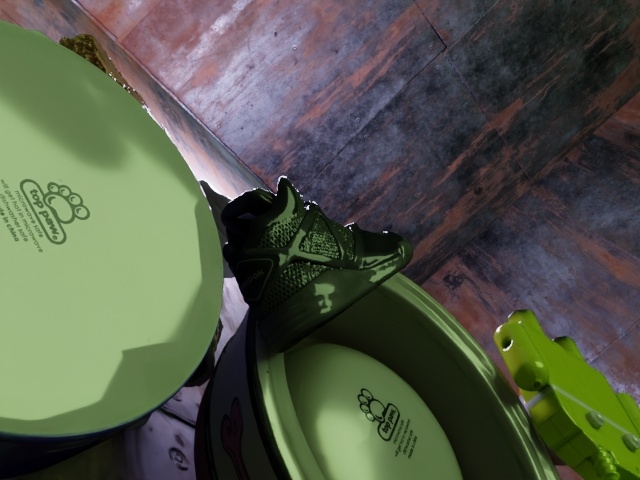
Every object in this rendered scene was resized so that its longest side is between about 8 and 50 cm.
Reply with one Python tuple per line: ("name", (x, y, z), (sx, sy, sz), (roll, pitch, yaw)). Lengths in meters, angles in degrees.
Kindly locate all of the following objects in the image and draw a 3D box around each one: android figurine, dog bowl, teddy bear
("android figurine", (0.318, 0.199, 0.740), (0.248, 0.056, 0.273), (33, 23, -16))
("dog bowl", (-0.189, 0.002, 0.360), (0.265, 0.104, 0.265), (36, 38, -35))
("teddy bear", (-0.376, -0.222, 1.126), (0.245, 0.113, 0.338), (59, 0, 20))
("dog bowl", (0.057, 0.207, 0.583), (0.408, 0.150, 0.408), (33, 30, -22))

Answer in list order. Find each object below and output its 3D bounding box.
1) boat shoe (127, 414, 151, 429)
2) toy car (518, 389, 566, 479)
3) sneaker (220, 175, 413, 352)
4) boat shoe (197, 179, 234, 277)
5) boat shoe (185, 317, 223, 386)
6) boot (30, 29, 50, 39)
("boat shoe", (-0.225, 0.035, 0.464), (0.302, 0.091, 0.114), (44, 6, -28))
("toy car", (0.303, 0.266, 0.872), (0.210, 0.238, 0.219), (50, -12, 23))
("sneaker", (0.000, 0.000, 0.525), (0.130, 0.087, 0.227), (57, 34, 8))
("boat shoe", (-0.170, -0.018, 1.103), (0.119, 0.121, 0.335), (39, 7, -32))
("boat shoe", (-0.193, 0.005, 0.570), (0.325, 0.116, 0.097), (64, -7, -26))
("boot", (-0.415, -0.224, 0.914), (0.176, 0.088, 0.244), (50, 8, -21))
